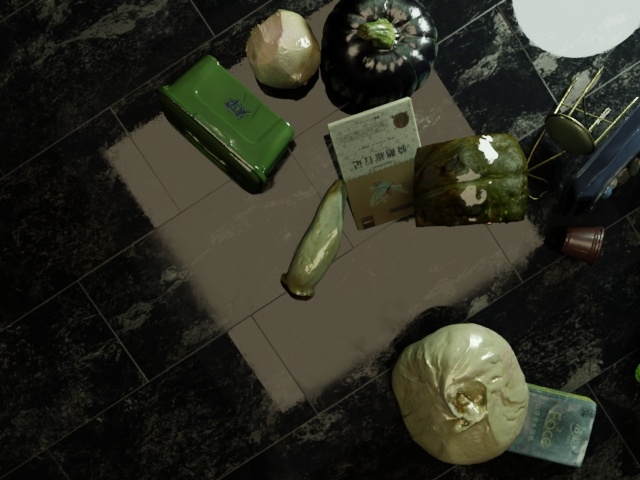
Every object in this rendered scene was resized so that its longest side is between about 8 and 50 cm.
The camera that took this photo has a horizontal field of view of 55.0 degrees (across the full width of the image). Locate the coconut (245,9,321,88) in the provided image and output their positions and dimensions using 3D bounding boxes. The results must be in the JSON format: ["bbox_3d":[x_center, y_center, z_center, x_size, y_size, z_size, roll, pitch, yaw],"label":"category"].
[{"bbox_3d":[-0.088,-0.465,1.527,0.195,0.194,0.194,0,94,-1],"label":"coconut"}]

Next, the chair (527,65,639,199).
[{"bbox_3d":[0.634,-0.270,1.580,0.160,0.170,0.325,42,86,-6],"label":"chair"}]

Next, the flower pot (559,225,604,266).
[{"bbox_3d":[0.688,0.006,1.631,0.089,0.111,0.111,15,94,13],"label":"flower pot"}]

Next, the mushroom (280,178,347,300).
[{"bbox_3d":[0.003,0.002,1.610,0.107,0.087,0.333,29,91,24],"label":"mushroom"}]

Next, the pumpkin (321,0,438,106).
[{"bbox_3d":[0.148,-0.479,1.491,0.296,0.296,0.295,0,94,-1],"label":"pumpkin"}]

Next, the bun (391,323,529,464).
[{"bbox_3d":[0.348,0.386,1.557,0.362,0.213,0.360,0,88,17],"label":"bun"}]

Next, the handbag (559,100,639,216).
[{"bbox_3d":[0.749,-0.206,1.548,0.118,0.269,0.325,43,95,16],"label":"handbag"}]

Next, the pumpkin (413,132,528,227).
[{"bbox_3d":[0.375,-0.136,1.516,0.257,0.303,0.225,-7,93,33],"label":"pumpkin"}]

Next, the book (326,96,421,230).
[{"bbox_3d":[0.160,-0.188,1.573,0.217,0.021,0.310,-19,119,0],"label":"book"}]

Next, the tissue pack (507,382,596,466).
[{"bbox_3d":[0.590,0.490,1.664,0.257,0.081,0.185,13,94,-1],"label":"tissue pack"}]

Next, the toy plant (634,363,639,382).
[{"bbox_3d":[0.942,0.280,1.622,0.224,0.184,0.315,-3,105,-19],"label":"toy plant"}]

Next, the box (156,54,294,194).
[{"bbox_3d":[-0.224,-0.283,1.519,0.329,0.253,0.177,43,79,-4],"label":"box"}]
